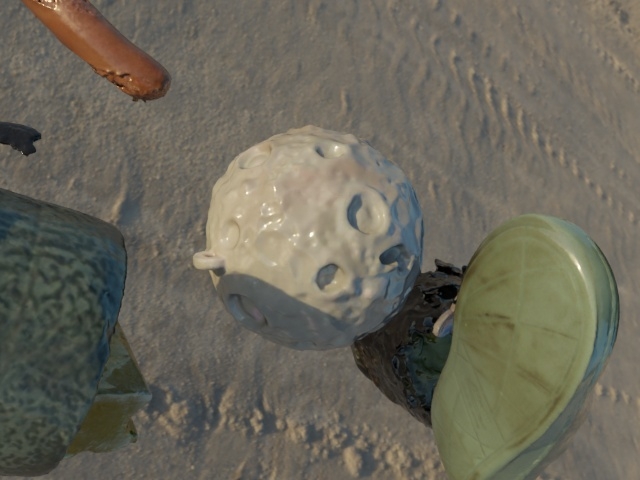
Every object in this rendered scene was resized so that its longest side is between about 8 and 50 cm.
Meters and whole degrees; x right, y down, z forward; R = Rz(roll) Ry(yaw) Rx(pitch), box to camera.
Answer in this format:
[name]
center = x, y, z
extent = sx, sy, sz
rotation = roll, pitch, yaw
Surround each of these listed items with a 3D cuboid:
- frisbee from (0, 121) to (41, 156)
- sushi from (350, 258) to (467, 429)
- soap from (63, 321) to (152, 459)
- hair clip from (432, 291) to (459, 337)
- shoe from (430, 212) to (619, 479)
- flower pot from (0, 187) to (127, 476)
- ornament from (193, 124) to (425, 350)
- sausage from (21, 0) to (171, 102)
[frisbee]
center = -0.424, -0.145, 0.782
extent = 0.188, 0.012, 0.210
rotation = 13, 52, -26
[sushi]
center = 0.237, 0.199, 1.344
extent = 0.299, 0.294, 0.281
rotation = -41, 107, -9
[soap]
center = -0.385, 0.146, 0.862
extent = 0.259, 0.143, 0.281
rotation = 3, 36, -43
[hair clip]
center = 0.240, 0.094, 1.033
extent = 0.056, 0.146, 0.187
rotation = 30, 4, 25
[shoe]
center = 0.139, 0.080, 0.436
extent = 0.100, 0.251, 0.103
rotation = -14, 50, -21
[flower pot]
center = -0.350, 0.054, 0.581
extent = 0.283, 0.299, 0.298
rotation = 20, 53, -30
[ornament]
center = 0.000, 0.000, 0.999
extent = 0.337, 0.337, 0.336
rotation = 27, 50, -36
[sausage]
center = -0.349, -0.317, 0.958
extent = 0.326, 0.079, 0.087
rotation = 44, 39, -3
